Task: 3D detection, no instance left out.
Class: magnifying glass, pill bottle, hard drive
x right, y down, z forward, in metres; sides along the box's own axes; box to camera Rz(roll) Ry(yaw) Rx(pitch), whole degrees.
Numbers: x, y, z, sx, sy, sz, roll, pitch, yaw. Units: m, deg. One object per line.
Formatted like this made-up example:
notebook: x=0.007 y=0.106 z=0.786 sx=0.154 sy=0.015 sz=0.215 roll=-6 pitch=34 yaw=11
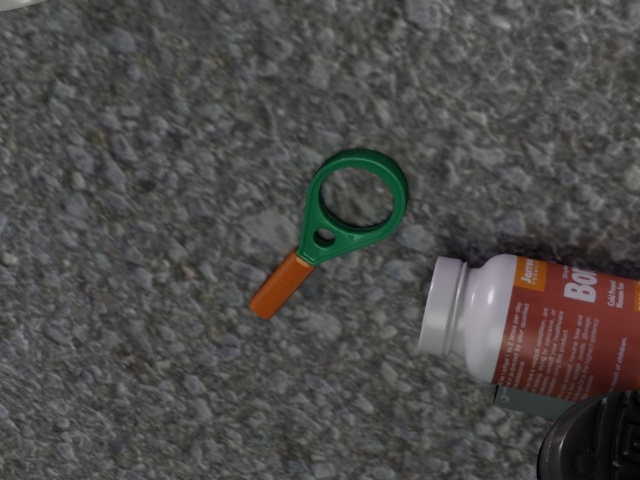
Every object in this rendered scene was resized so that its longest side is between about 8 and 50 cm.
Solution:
magnifying glass: x=0.000 y=0.000 z=1.059 sx=0.092 sy=0.026 sz=0.231 roll=35 pitch=124 yaw=-9
pill bottle: x=0.204 y=0.080 z=0.992 sx=0.216 sy=0.121 sz=0.121 roll=12 pitch=126 yaw=7
hard drive: x=0.248 y=0.141 z=1.083 sx=0.135 sy=0.022 sz=0.094 roll=13 pitch=126 yaw=7

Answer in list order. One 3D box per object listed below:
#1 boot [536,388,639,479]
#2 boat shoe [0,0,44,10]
boot: x=0.259 y=0.222 z=0.954 sx=0.348 sy=0.131 sz=0.260 roll=12 pitch=158 yaw=-32
boat shoe: x=-0.324 y=-0.232 z=0.968 sx=0.184 sy=0.066 sz=0.063 roll=-3 pitch=109 yaw=20
